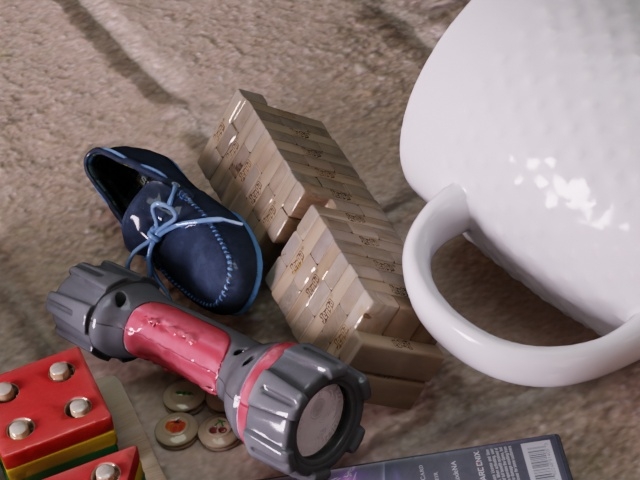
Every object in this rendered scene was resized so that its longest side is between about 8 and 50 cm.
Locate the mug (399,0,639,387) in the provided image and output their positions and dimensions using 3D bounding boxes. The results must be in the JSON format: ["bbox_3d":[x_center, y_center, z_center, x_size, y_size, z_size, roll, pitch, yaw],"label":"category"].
[{"bbox_3d":[0.236,-0.025,1.315,0.374,0.276,0.328,-35,56,-20],"label":"mug"}]

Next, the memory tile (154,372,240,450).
[{"bbox_3d":[-0.061,0.132,1.367,0.148,0.012,0.113,1,42,9],"label":"memory tile"}]

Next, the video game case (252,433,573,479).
[{"bbox_3d":[0.065,0.242,1.217,0.274,0.026,0.196,-9,41,-1],"label":"video game case"}]

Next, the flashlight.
[{"bbox_3d":[-0.102,0.095,1.320,0.304,0.103,0.103,22,55,37],"label":"flashlight"}]

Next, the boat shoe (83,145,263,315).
[{"bbox_3d":[-0.144,-0.007,1.466,0.089,0.109,0.258,16,12,-38],"label":"boat shoe"}]

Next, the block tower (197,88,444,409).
[{"bbox_3d":[0.000,0.000,1.425,0.097,0.091,0.335,14,30,-36],"label":"block tower"}]

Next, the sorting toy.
[{"bbox_3d":[-0.242,0.211,1.246,0.257,0.089,0.255,-19,43,-14],"label":"sorting toy"}]
